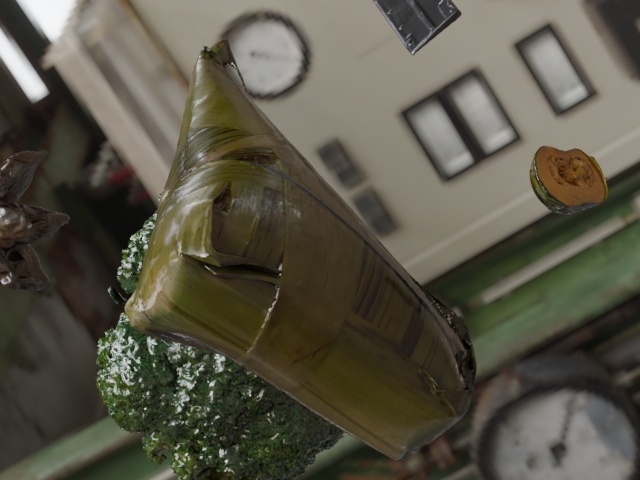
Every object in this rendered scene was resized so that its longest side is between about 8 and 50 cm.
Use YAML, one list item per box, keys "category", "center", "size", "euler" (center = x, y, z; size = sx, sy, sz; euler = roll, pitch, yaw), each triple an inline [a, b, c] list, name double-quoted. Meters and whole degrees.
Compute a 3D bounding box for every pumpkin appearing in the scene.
- category: "pumpkin"
  center: [0.175, -0.040, 1.273]
  size: [0.083, 0.028, 0.050]
  euler: [-2, -117, -43]

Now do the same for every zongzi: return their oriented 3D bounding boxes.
- category: "zongzi"
  center: [0.000, 0.000, 1.300]
  size: [0.260, 0.123, 0.289]
  euler: [30, -145, -17]

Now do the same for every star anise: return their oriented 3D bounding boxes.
- category: "star anise"
  center: [-0.427, -0.020, 2.134]
  size: [0.223, 0.236, 0.109]
  euler: [26, -157, 13]

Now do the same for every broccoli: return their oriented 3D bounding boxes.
- category: "broccoli"
  center: [-0.101, 0.109, 1.839]
  size: [0.304, 0.321, 0.283]
  euler: [40, 157, -9]

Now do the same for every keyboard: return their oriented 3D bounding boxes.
- category: "keyboard"
  center: [0.087, -0.239, 1.729]
  size: [0.010, 0.063, 0.198]
  euler: [44, -169, -29]
